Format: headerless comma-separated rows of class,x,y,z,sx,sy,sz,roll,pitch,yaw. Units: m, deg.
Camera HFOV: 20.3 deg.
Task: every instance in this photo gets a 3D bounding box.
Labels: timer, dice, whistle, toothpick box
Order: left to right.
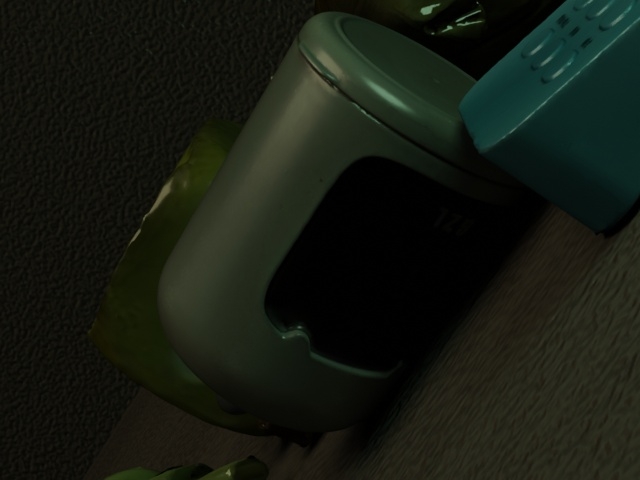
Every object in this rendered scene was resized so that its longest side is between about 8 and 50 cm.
whistle,-0.134,0.274,1.662,0.294,0.141,0.141,-16,39,54
dice,-0.077,0.036,1.738,0.233,0.226,0.238,-57,6,14
toothpick box,0.000,0.000,1.370,0.316,0.229,0.229,-57,7,19
timer,0.201,-0.143,1.121,0.250,0.091,0.232,-54,7,10

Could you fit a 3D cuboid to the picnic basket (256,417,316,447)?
picnic basket,0.012,0.087,1.571,0.193,0.055,0.110,-58,15,14

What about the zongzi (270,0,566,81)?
zongzi,0.198,-0.267,1.646,0.467,0.218,0.500,-34,-14,-13
